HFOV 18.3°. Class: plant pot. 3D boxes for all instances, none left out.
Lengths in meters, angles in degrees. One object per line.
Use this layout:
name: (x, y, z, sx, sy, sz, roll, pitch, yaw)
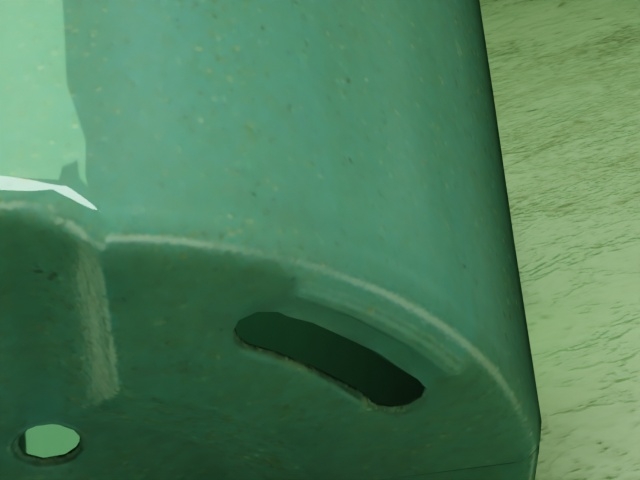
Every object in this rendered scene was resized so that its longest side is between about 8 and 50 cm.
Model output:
plant pot: (-0.087, -0.041, 0.614, 0.341, 0.341, 0.334, -14, 50, 5)
